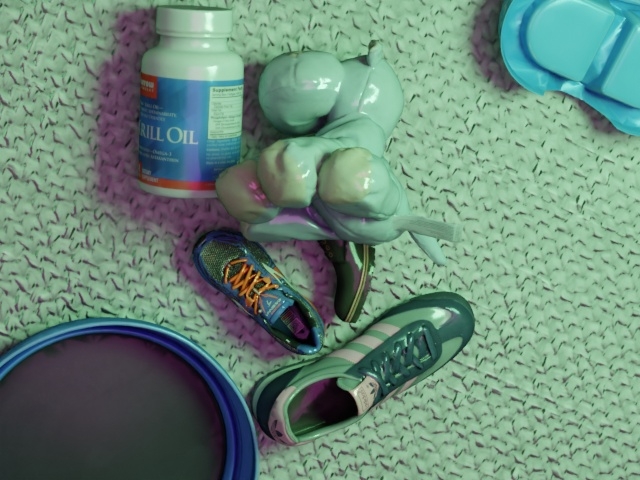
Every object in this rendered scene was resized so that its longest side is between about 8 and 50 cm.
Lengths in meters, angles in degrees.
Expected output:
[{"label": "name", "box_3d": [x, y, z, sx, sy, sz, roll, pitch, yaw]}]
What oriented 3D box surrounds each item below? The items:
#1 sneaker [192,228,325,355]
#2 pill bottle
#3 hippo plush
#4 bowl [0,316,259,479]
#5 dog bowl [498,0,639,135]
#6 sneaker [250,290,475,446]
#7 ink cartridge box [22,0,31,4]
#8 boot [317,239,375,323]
[{"label": "sneaker", "box_3d": [-0.069, 0.066, 2.000, 0.221, 0.087, 0.083, 40, 91, -19]}, {"label": "pill bottle", "box_3d": [-0.155, -0.168, 1.905, 0.124, 0.124, 0.221, 0, 102, -14]}, {"label": "hippo plush", "box_3d": [0.030, -0.127, 1.879, 0.294, 0.234, 0.236, 6, 72, -4]}, {"label": "bowl", "box_3d": [-0.275, 0.279, 2.006, 0.391, 0.077, 0.391, -3, 104, -13]}, {"label": "dog bowl", "box_3d": [0.358, -0.246, 2.029, 0.297, 0.074, 0.166, 21, 106, -17]}, {"label": "sneaker", "box_3d": [0.070, 0.175, 2.036, 0.319, 0.131, 0.112, -29, 108, -6]}, {"label": "ink cartridge box", "box_3d": [-0.368, -0.371, 1.803, 0.176, 0.128, 0.127, 35, 93, -18]}, {"label": "boot", "box_3d": [0.000, 0.000, 2.016, 0.137, 0.077, 0.198, 8, 88, -11]}]
